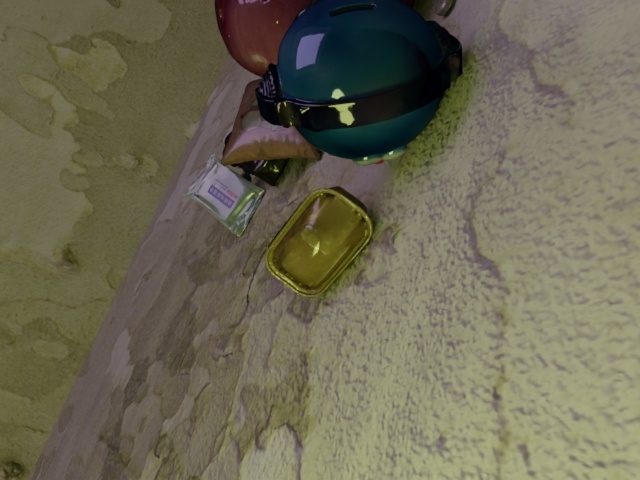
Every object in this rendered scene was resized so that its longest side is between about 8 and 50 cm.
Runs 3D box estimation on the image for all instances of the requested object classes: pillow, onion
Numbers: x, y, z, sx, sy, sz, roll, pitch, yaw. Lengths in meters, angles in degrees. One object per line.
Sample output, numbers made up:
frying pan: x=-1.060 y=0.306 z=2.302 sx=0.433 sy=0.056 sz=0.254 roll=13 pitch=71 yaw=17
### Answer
pillow: x=-0.081 y=-0.249 z=1.587 sx=0.236 sy=0.084 sz=0.223 roll=-2 pitch=61 yaw=32
onion: x=-0.004 y=-0.415 z=1.413 sx=0.345 sy=0.359 sz=0.358 roll=60 pitch=-135 yaw=-60

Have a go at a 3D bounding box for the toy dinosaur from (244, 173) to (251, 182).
toy dinosaur: x=-0.222 y=-0.118 z=1.885 sx=0.132 sy=0.096 sz=0.059 roll=-29 pitch=25 yaw=3

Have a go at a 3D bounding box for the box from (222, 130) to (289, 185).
box: x=-0.093 y=-0.307 z=1.805 sx=0.350 sy=0.091 sz=0.359 roll=-61 pitch=24 yaw=3

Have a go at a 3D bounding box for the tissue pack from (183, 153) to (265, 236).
tissue pack: x=-0.220 y=-0.108 z=1.819 sx=0.193 sy=0.026 sz=0.122 roll=35 pitch=90 yaw=28

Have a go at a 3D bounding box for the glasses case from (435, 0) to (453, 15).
glasses case: x=0.200 y=-0.389 z=1.243 sx=0.032 sy=0.021 sz=0.083 roll=-32 pitch=35 yaw=55

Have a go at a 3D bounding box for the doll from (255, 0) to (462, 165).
doll: x=0.049 y=-0.239 z=1.104 sx=0.310 sy=0.284 sz=0.240 roll=-100 pitch=-2 yaw=-55

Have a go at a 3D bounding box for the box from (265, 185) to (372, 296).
box: x=0.000 y=0.000 z=1.128 sx=0.177 sy=0.111 sz=0.111 roll=-52 pitch=21 yaw=32

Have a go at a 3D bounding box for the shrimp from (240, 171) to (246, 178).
shrimp: x=-0.194 y=-0.147 z=1.975 sx=0.091 sy=0.025 sz=0.127 roll=-43 pitch=24 yaw=43
